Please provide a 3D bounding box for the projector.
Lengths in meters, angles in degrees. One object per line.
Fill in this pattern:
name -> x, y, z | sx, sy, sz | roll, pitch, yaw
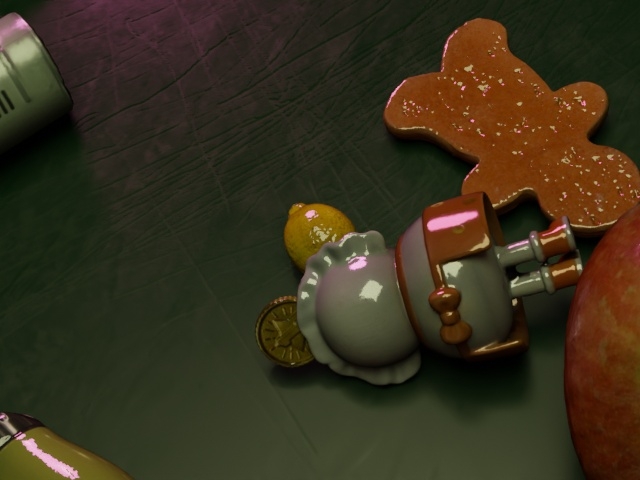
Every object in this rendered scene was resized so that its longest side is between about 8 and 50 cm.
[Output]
projector -> -0.386, -0.074, 1.607 | 0.337, 0.108, 0.108 | -34, 63, -10

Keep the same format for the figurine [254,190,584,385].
figurine -> 0.081, 0.047, 1.468 | 0.271, 0.143, 0.143 | -21, 61, -5

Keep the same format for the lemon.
lemon -> 0.000, 0.000, 1.541 | 0.062, 0.062, 0.083 | -35, 70, -11

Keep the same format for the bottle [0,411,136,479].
bottle -> -0.178, 0.234, 1.411 | 0.112, 0.112, 0.260 | -43, 65, -15

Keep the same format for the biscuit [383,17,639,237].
biscuit -> 0.177, -0.085, 1.577 | 0.165, 0.036, 0.250 | -43, 62, -14

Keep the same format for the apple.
apple -> 0.314, 0.109, 1.349 | 0.278, 0.250, 0.309 | 7, 89, -9
